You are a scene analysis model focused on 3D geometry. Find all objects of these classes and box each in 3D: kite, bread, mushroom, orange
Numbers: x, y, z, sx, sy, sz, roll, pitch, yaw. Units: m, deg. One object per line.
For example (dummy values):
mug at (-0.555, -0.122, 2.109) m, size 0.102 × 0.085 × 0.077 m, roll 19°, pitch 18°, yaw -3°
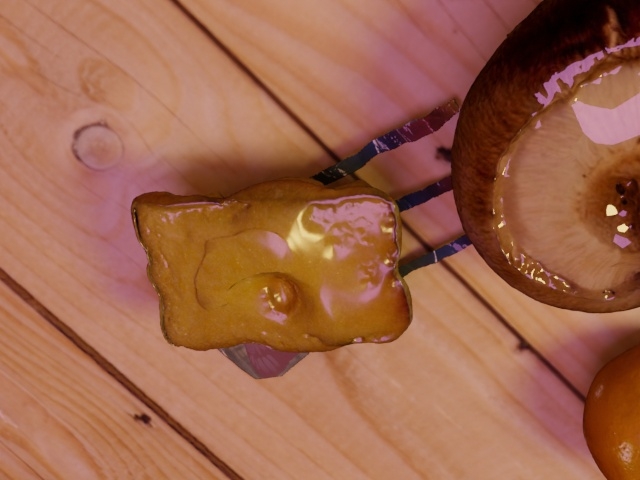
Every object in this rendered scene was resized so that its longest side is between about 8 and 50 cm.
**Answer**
kite at (-0.001, 0.002, 0.908) m, size 0.360 × 0.022 × 0.204 m, roll -30°, pitch 108°, yaw 28°
bread at (-0.036, 0.017, 0.868) m, size 0.232 × 0.088 × 0.161 m, roll 2°, pitch 127°, yaw 16°
mushroom at (0.242, -0.064, 0.727) m, size 0.297 × 0.163 × 0.278 m, roll -23°, pitch 102°, yaw 25°
orange at (0.302, 0.160, 0.852) m, size 0.156 × 0.124 × 0.156 m, roll 5°, pitch 120°, yaw 9°
